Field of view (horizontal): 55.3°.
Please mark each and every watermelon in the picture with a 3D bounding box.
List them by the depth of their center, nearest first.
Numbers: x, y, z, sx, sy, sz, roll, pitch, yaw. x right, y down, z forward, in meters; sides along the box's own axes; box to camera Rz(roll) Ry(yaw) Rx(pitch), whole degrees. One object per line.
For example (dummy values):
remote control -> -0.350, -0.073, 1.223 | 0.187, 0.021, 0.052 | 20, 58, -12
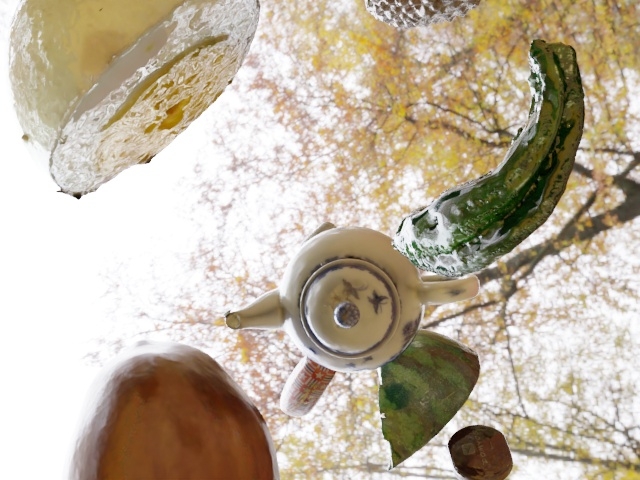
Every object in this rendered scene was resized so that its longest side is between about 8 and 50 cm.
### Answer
watermelon -> 0.205, 0.317, 1.428 | 0.319, 0.292, 0.222 | -43, -97, 0

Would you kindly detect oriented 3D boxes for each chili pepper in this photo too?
chili pepper -> 0.120, -0.032, 0.519 | 0.065, 0.279, 0.122 | 20, -127, -17

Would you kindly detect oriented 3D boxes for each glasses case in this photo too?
glasses case -> -0.028, 0.293, 1.216 | 0.073, 0.194, 0.049 | 15, -140, -14

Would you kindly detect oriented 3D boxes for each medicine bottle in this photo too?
medicine bottle -> 0.000, 0.000, 1.505 | 0.091, 0.058, 0.058 | -43, -74, -37

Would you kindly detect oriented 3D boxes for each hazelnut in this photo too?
hazelnut -> -0.232, 0.342, 0.937 | 0.365, 0.365, 0.366 | 14, -112, -38

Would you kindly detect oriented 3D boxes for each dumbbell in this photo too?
dumbbell -> 0.349, 0.514, 1.308 | 0.140, 0.124, 0.225 | -96, -9, -59

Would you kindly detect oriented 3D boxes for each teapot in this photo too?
teapot -> 0.054, 0.103, 1.032 | 0.280, 0.423, 0.252 | -31, -67, -83

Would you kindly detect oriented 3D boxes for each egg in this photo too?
egg -> -0.250, -0.228, 0.728 | 0.201, 0.337, 0.337 | 43, -130, 1

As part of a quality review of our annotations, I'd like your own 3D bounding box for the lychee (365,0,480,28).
lychee -> 0.105, -0.286, 0.553 | 0.165, 0.197, 0.165 | 20, -145, -15
